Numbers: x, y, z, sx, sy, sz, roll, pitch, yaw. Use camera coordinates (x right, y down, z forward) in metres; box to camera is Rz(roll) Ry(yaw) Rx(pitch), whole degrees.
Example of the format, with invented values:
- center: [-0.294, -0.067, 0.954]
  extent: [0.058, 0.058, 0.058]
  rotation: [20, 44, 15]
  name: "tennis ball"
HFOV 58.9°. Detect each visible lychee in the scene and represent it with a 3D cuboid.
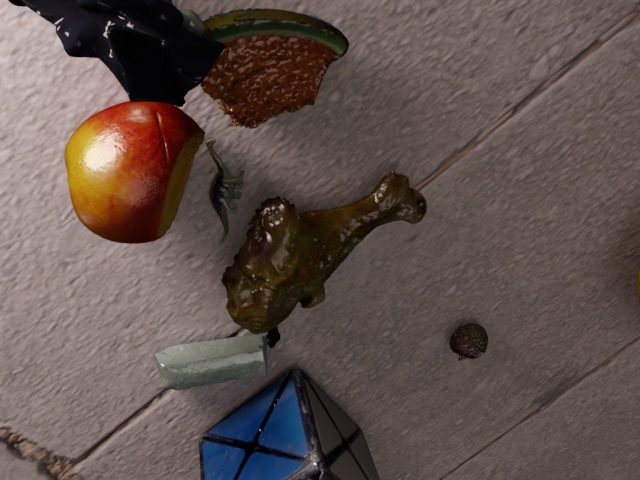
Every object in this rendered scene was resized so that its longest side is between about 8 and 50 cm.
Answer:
- center: [0.292, 0.201, 1.120]
  extent: [0.083, 0.068, 0.067]
  rotation: [-55, 147, -4]
  name: "lychee"

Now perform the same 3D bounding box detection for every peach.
- center: [-0.242, -0.092, 0.772]
  extent: [0.192, 0.190, 0.190]
  rotation: [-17, 119, -5]
  name: "peach"

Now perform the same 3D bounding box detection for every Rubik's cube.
- center: [-0.051, 0.448, 1.053]
  extent: [0.259, 0.260, 0.255]
  rotation: [-36, 119, 9]
  name: "Rubik's cube"

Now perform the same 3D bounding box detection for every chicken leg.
- center: [-0.015, -0.006, 0.905]
  extent: [0.361, 0.140, 0.211]
  rotation: [-44, 139, -1]
  name: "chicken leg"

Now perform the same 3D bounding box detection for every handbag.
- center: [-0.257, -0.286, 0.578]
  extent: [0.325, 0.269, 0.118]
  rotation: [41, 102, -8]
  name: "handbag"

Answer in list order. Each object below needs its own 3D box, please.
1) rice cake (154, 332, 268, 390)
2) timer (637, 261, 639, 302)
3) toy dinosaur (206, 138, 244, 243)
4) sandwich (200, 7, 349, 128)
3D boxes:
- center: [-0.186, 0.216, 1.010]
  extent: [0.206, 0.063, 0.069]
  rotation: [-5, 120, -11]
  name: "rice cake"
- center: [0.783, 0.082, 1.055]
  extent: [0.376, 0.376, 0.387]
  rotation: [-52, 160, 14]
  name: "timer"
- center: [-0.145, -0.072, 0.890]
  extent: [0.058, 0.037, 0.181]
  rotation: [4, 110, 10]
  name: "toy dinosaur"
- center: [-0.078, -0.254, 0.795]
  extent: [0.234, 0.079, 0.159]
  rotation: [-20, 130, 1]
  name: "sandwich"
